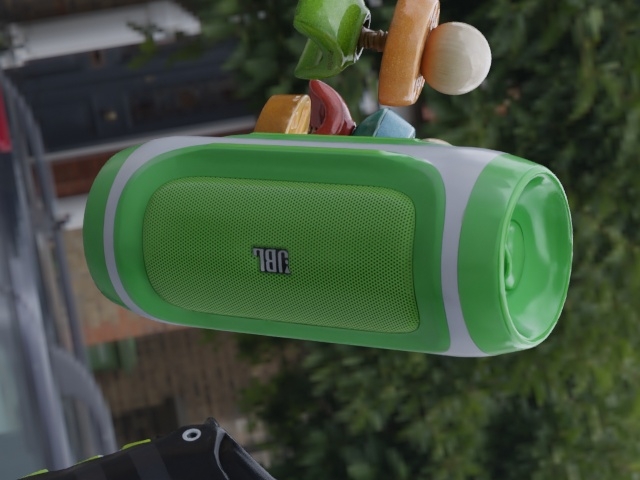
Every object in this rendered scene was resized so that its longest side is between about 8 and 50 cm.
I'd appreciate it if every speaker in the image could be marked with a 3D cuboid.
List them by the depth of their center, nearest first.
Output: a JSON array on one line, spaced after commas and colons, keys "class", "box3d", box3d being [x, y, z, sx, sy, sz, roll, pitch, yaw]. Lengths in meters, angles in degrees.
[{"class": "speaker", "box3d": [0.000, 0.000, 1.028, 0.131, 0.297, 0.131, -12, 103, -58]}]

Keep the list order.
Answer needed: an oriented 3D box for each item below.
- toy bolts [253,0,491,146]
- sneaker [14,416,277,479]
[{"class": "toy bolts", "box3d": [0.045, -0.085, 1.387, 0.228, 0.159, 0.218, 88, 20, -65]}, {"class": "sneaker", "box3d": [-0.063, 0.109, 0.583, 0.084, 0.235, 0.097, 81, 23, -53]}]
